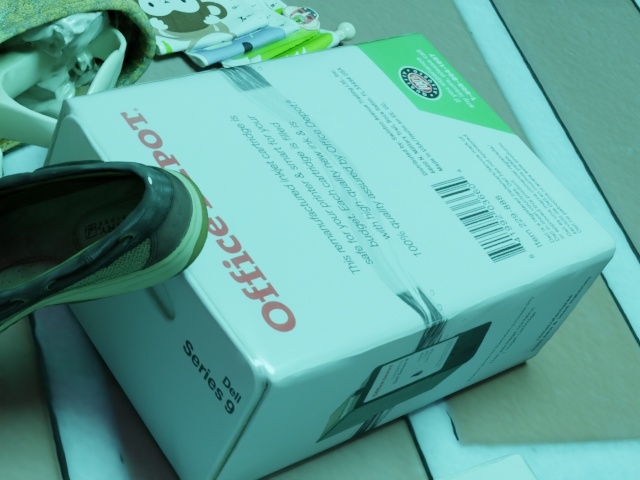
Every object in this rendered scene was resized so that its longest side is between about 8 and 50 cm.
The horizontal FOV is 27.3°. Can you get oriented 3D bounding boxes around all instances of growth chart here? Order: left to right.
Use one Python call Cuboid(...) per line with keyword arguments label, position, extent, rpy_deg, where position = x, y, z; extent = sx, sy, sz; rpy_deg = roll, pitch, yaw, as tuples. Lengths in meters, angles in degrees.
Cuboid(label="growth chart", position=(-0.108, -0.194, 1.009), extent=(0.237, 0.021, 0.172), rpy_deg=(37, 43, 10))

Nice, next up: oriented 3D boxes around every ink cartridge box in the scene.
Cuboid(label="ink cartridge box", position=(0.000, 0.000, 0.797), extent=(0.289, 0.122, 0.211), rpy_deg=(-16, 58, -39))

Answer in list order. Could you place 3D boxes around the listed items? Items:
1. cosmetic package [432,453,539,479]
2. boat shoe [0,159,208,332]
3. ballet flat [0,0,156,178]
Cuboid(label="cosmetic package", position=(0.079, 0.298, 0.521), extent=(0.217, 0.156, 0.385), rpy_deg=(-10, 53, -36))
Cuboid(label="boat shoe", position=(-0.168, 0.007, 0.646), extent=(0.223, 0.073, 0.080), rpy_deg=(-17, 67, 8))
Cuboid(label="ballet flat", position=(-0.206, -0.073, 0.756), extent=(0.123, 0.123, 0.348), rpy_deg=(34, 38, 5))
